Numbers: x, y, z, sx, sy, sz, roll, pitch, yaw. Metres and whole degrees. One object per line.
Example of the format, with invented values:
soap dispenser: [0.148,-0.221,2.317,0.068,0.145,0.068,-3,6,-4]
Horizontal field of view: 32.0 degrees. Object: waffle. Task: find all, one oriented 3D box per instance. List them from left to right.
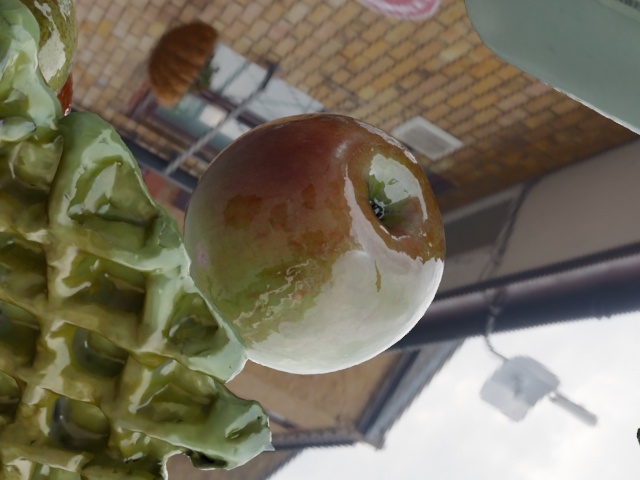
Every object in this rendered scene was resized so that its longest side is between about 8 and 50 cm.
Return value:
waffle: [-0.143,0.022,0.412,0.223,0.204,0.054,-24,-158,25]

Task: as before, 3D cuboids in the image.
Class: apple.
apple: [0.000,0.000,1.312,0.277,0.319,0.319,-12,-135,36]

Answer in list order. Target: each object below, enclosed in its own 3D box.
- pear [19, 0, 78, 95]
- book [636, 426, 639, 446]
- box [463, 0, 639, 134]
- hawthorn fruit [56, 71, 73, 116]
pear: [-0.267,-0.161,0.849,0.167,0.167,0.136,-79,-163,-48]
book: [0.460,0.239,1.028,0.282,0.215,0.025,-16,-166,28]
box: [0.269,-0.218,0.671,0.111,0.396,0.396,-39,148,-28]
hawthorn fruit: [-0.367,-0.125,1.072,0.243,0.207,0.207,-43,-177,-38]
